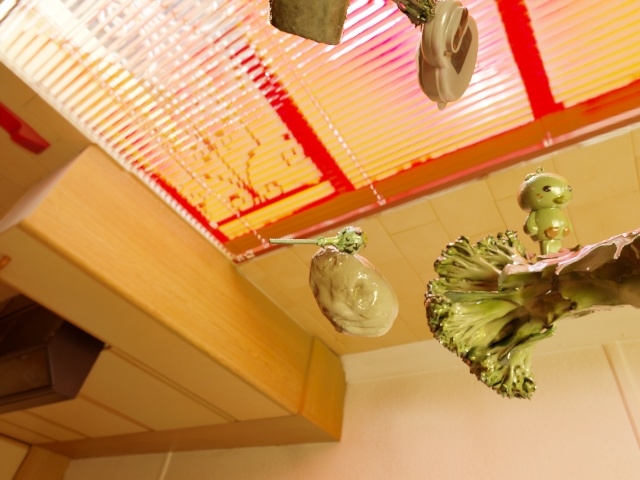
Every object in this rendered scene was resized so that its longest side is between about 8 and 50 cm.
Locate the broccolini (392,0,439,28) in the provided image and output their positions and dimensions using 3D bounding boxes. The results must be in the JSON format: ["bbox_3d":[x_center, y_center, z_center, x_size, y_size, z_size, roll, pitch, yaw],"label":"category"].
[{"bbox_3d":[0.089,-0.350,0.593,0.042,0.218,0.044,-2,-90,50],"label":"broccolini"}]

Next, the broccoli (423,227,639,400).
[{"bbox_3d":[0.303,0.088,0.570,0.252,0.221,0.361,-51,-173,-10],"label":"broccoli"}]

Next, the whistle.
[{"bbox_3d":[0.605,-0.057,1.111,0.141,0.141,0.294,-18,-114,29],"label":"whistle"}]

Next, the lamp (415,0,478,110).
[{"bbox_3d":[0.254,-0.393,0.885,0.107,0.246,0.180,16,-94,28],"label":"lamp"}]

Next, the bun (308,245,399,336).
[{"bbox_3d":[0.092,0.188,1.487,0.234,0.362,0.326,-45,-177,-14],"label":"bun"}]

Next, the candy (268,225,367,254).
[{"bbox_3d":[0.000,0.000,1.196,0.091,0.305,0.083,-36,-121,56],"label":"candy"}]

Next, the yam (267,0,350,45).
[{"bbox_3d":[-0.012,-0.494,0.746,0.161,0.268,0.161,6,-137,-5],"label":"yam"}]
